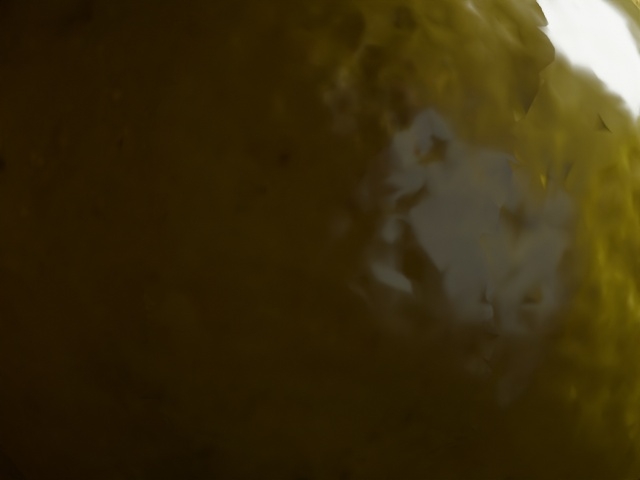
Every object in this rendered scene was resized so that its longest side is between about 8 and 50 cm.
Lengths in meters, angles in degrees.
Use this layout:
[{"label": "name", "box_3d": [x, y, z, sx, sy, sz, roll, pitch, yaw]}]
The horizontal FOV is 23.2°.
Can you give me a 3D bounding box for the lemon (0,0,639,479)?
[{"label": "lemon", "box_3d": [0.000, -0.001, 0.568, 0.297, 0.297, 0.297, 0, 90, -48]}]
